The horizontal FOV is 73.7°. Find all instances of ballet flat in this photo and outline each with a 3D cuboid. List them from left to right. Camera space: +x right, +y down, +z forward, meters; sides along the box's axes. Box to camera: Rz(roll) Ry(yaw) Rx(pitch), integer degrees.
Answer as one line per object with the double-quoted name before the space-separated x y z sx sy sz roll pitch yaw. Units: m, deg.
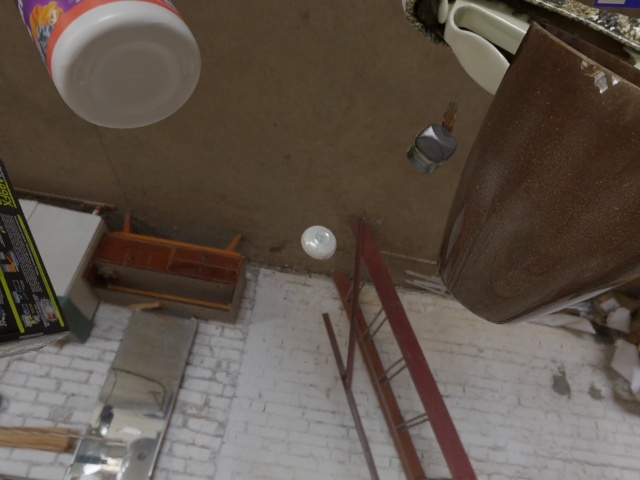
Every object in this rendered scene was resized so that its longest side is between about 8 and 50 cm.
"ballet flat" 0.317 -0.214 0.549 0.483 0.182 0.164 35 151 12

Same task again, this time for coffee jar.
"coffee jar" 0.274 -0.226 1.061 0.096 0.079 0.184 44 -176 2

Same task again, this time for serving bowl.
"serving bowl" 0.000 0.000 0.950 0.083 0.083 0.027 17 146 -13

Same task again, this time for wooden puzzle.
"wooden puzzle" 0.230 -0.219 0.754 0.006 0.083 0.049 8 115 -1

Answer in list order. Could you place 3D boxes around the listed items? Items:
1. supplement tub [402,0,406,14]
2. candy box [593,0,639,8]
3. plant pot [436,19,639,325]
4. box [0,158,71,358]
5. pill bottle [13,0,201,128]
"supplement tub" 0.323 -0.546 0.909 0.191 0.191 0.272 37 179 -37
"candy box" 0.875 -0.726 1.061 0.268 0.317 0.122 18 157 27
"plant pot" 0.212 -0.034 0.388 0.216 0.215 0.230 17 129 -13
"box" -0.421 0.006 0.473 0.060 0.270 0.216 -27 173 3
"pill bottle" -0.187 -0.196 0.348 0.108 0.193 0.108 -30 162 -11
